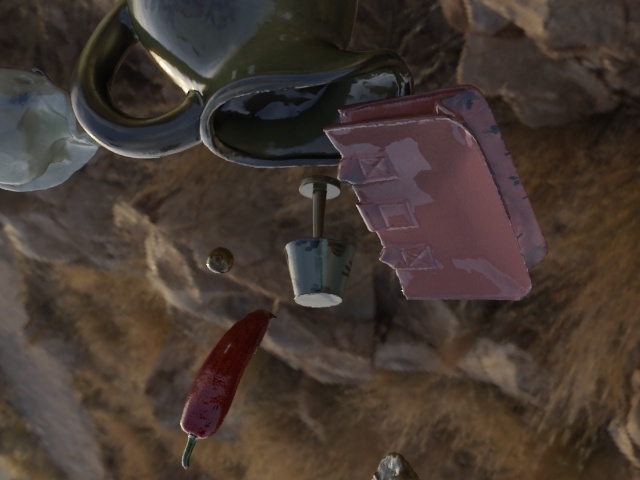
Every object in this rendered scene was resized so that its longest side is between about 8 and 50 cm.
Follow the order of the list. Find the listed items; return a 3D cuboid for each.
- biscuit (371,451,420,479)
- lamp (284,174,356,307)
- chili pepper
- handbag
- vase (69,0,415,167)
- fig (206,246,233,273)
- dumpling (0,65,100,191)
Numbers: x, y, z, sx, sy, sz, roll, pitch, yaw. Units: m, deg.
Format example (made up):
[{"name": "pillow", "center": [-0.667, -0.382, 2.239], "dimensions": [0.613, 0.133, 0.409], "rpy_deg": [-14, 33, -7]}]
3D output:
[{"name": "biscuit", "center": [0.144, 0.426, 1.437], "dimensions": [0.213, 0.091, 0.274], "rpy_deg": [60, -177, -22]}, {"name": "lamp", "center": [0.000, 0.000, 1.748], "dimensions": [0.121, 0.214, 0.121], "rpy_deg": [2, 158, 1]}, {"name": "chili pepper", "center": [-0.182, 0.271, 2.053], "dimensions": [0.092, 0.368, 0.137], "rpy_deg": [20, 153, 25]}, {"name": "handbag", "center": [0.108, -0.038, 0.963], "dimensions": [0.157, 0.059, 0.212], "rpy_deg": [-4, 128, 35]}, {"name": "vase", "center": [-0.102, -0.195, 1.055], "dimensions": [0.241, 0.329, 0.302], "rpy_deg": [54, -166, -62]}, {"name": "fig", "center": [-0.180, 0.037, 1.915], "dimensions": [0.050, 0.050, 0.083], "rpy_deg": [31, -179, 6]}, {"name": "dumpling", "center": [-0.528, -0.180, 1.770], "dimensions": [0.318, 0.187, 0.243], "rpy_deg": [-15, 146, 15]}]
